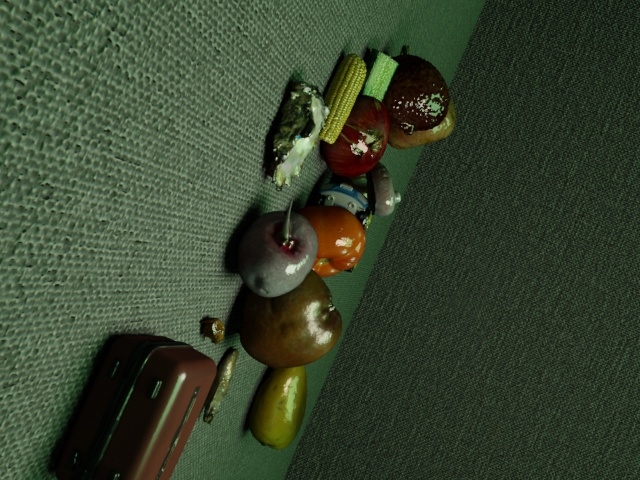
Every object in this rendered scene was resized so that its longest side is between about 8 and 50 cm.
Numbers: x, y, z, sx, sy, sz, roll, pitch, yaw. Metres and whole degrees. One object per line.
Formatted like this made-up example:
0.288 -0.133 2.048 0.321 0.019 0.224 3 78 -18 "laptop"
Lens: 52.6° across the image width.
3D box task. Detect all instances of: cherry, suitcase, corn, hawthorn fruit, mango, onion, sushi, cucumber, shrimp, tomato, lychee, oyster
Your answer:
-0.105 0.034 1.555 0.213 0.183 0.266 -46 162 -30 "cherry"
-0.335 0.329 1.210 0.236 0.161 0.297 37 76 -78 "suitcase"
0.050 -0.372 1.706 0.248 0.081 0.081 -66 167 -4 "corn"
-0.098 0.220 1.753 0.268 0.300 0.268 -23 90 -78 "hawthorn fruit"
-0.138 0.593 2.364 0.253 0.182 0.365 -28 140 -68 "mango"
0.113 -0.296 1.880 0.248 0.161 0.248 -51 165 -20 "onion"
-0.261 0.215 1.562 0.050 0.047 0.099 -70 156 -45 "sushi"
0.141 -0.451 1.947 0.115 0.063 0.244 -1 121 -49 "cucumber"
-0.278 0.408 1.826 0.126 0.047 0.223 30 82 -87 "shrimp"
0.004 0.000 1.865 0.260 0.259 0.180 84 -1 -64 "tomato"
0.292 -0.471 2.097 0.261 0.260 0.260 -60 165 -27 "lychee"
-0.055 -0.246 1.511 0.198 0.092 0.260 -53 170 -45 "oyster"

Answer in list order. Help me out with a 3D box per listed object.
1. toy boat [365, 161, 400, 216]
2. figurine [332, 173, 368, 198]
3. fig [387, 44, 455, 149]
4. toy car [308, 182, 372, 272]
0.191 -0.159 1.981 0.227 0.085 0.155 -101 -172 -64 "toy boat"
0.125 -0.216 2.141 0.271 0.143 0.143 -66 167 5 "figurine"
0.345 -0.520 2.345 0.286 0.286 0.369 -29 114 -69 "fig"
0.055 -0.052 2.036 0.166 0.198 0.314 -63 169 -56 "toy car"
